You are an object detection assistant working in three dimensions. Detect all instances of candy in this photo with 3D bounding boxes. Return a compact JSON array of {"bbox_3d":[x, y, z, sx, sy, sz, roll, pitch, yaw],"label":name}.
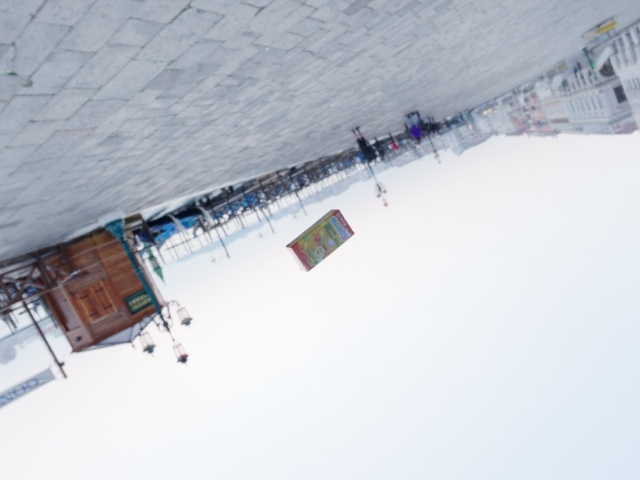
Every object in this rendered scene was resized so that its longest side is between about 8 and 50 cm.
[{"bbox_3d":[0.000,0.000,0.800,0.122,0.062,0.038,-39,-164,-14],"label":"candy"}]
